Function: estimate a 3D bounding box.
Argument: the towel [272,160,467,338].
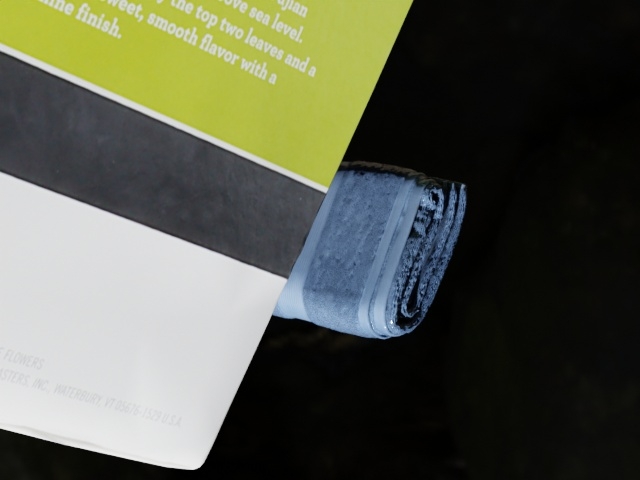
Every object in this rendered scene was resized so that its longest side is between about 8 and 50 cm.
[{"bbox_3d":[0.000,0.000,0.729,0.119,0.067,0.029,12,166,43],"label":"towel"}]

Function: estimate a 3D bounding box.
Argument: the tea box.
[{"bbox_3d":[-0.149,-0.135,0.710,0.329,0.323,0.220,25,-179,43],"label":"tea box"}]
